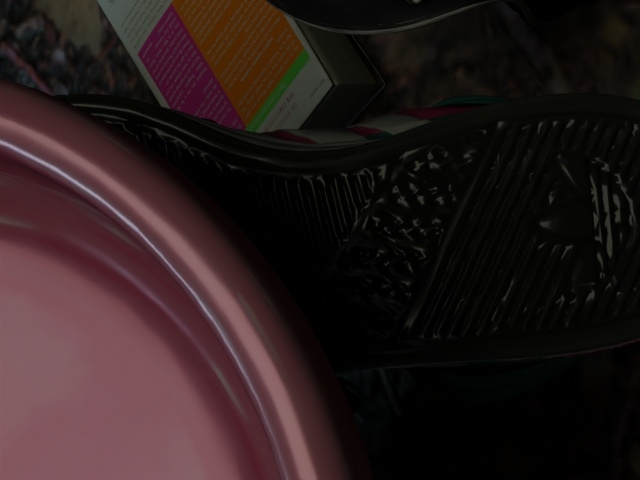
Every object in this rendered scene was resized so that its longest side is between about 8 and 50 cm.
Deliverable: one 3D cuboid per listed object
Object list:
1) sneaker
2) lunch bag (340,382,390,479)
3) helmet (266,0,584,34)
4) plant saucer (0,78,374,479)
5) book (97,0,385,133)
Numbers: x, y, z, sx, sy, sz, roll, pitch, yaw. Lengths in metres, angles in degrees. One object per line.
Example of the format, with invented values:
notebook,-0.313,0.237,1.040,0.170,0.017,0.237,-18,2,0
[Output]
sneaker,0.000,0.000,0.663,0.295,0.178,0.124,0,85,10
lunch bag,-0.061,0.219,0.706,0.256,0.212,0.305,47,119,26
helmet,0.039,-0.157,0.636,0.169,0.161,0.169,2,94,40
plant saucer,-0.128,0.113,0.548,0.332,0.084,0.332,-1,87,21
book,-0.044,-0.093,0.794,0.096,0.035,0.144,-47,63,34
